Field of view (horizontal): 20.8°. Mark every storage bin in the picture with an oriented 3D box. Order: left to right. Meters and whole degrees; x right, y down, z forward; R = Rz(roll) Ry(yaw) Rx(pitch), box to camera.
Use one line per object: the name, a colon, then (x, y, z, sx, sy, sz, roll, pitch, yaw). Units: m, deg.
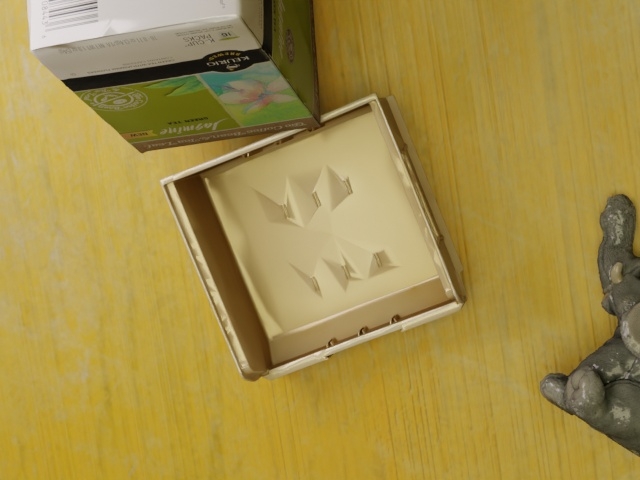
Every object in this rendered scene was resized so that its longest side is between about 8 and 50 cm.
storage bin: (0.000, 0.000, 1.956, 0.262, 0.123, 0.260, -21, 93, 13)

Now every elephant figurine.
elephant figurine: (0.358, 0.101, 1.892, 0.186, 0.169, 0.239, 33, 87, -24)

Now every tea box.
tea box: (-0.146, -0.301, 1.791, 0.220, 0.323, 0.329, -8, 72, 13)
